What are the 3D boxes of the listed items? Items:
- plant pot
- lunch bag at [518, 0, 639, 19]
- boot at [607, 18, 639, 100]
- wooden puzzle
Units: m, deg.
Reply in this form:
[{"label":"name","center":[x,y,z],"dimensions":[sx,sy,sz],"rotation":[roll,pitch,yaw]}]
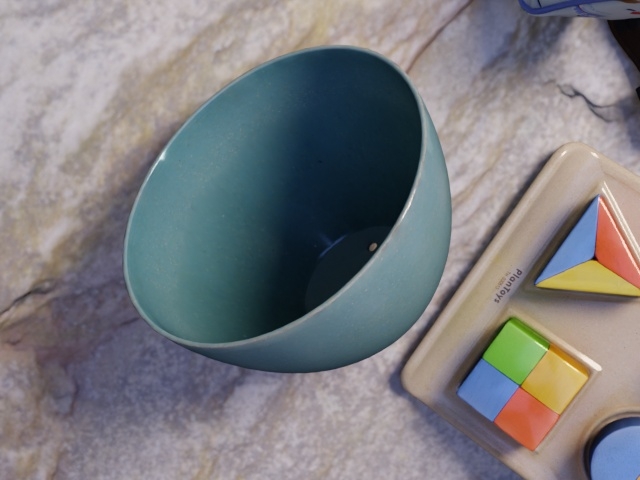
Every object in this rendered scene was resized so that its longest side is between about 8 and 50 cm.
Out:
[{"label":"plant pot","center":[0.000,0.000,0.694],"dimensions":[0.290,0.290,0.195],"rotation":[-39,136,7]},{"label":"lunch bag","center":[0.252,-0.338,0.626],"dimensions":[0.115,0.243,0.303],"rotation":[-6,103,-20]},{"label":"boot","center":[0.348,-0.216,0.742],"dimensions":[0.106,0.082,0.219],"rotation":[-21,98,-19]},{"label":"wooden puzzle","center":[0.299,0.120,0.755],"dimensions":[0.348,0.080,0.322],"rotation":[35,99,11]}]
